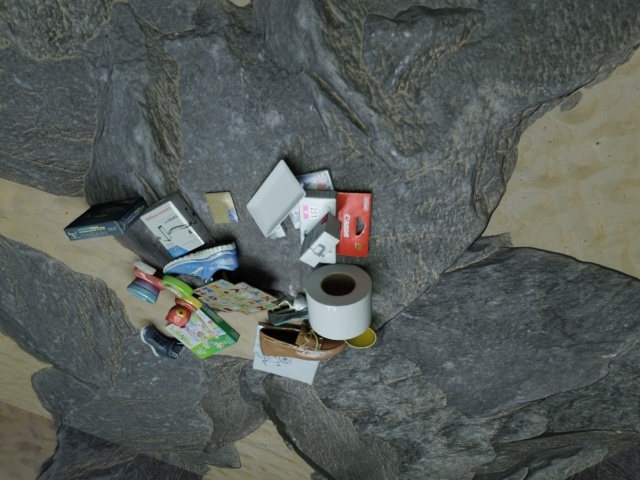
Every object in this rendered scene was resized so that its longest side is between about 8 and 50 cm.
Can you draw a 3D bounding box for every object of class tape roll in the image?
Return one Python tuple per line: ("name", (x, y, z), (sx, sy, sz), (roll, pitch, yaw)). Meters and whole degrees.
("tape roll", (0.070, 0.224, 1.504), (0.246, 0.246, 0.169), (1, 124, 9))

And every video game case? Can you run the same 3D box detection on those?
("video game case", (-0.033, -0.140, 1.405), (0.184, 0.023, 0.201), (-10, 122, 16))

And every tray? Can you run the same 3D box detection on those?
("tray", (-0.150, -0.138, 1.376), (0.145, 0.030, 0.270), (56, 132, 10))

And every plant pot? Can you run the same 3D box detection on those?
("plant pot", (0.166, 0.366, 1.676), (0.134, 0.095, 0.134), (5, 125, 7))

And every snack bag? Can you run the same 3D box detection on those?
("snack bag", (-0.162, 0.543, 1.893), (0.323, 0.037, 0.342), (15, 126, -1))

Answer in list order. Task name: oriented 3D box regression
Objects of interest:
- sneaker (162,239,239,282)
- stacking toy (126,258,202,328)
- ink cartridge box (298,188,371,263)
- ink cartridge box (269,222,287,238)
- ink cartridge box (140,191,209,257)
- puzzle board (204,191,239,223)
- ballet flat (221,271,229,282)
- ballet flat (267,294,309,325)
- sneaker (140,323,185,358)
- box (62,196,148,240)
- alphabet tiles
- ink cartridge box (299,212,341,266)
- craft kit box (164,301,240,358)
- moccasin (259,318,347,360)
("sneaker", (-0.465, 0.109, 1.570), (0.330, 0.130, 0.147), (-15, 98, 20))
("stacking toy", (-0.651, 0.224, 1.626), (0.309, 0.130, 0.279), (26, 154, 0))
("ink cartridge box", (0.050, -0.040, 1.412), (0.239, 0.060, 0.275), (5, 126, 8))
("ink cartridge box", (-0.176, -0.062, 1.480), (0.063, 0.029, 0.115), (-14, 121, 19))
("ink cartridge box", (-0.541, -0.056, 1.506), (0.148, 0.085, 0.203), (-25, 117, 16))
("puzzle board", (-0.361, -0.121, 1.484), (0.097, 0.011, 0.128), (-3, 124, 11))
("ballet flat", (-0.410, 0.164, 1.664), (0.057, 0.052, 0.168), (-17, 120, 19))
("ballet flat", (-0.106, 0.284, 1.673), (0.281, 0.095, 0.096), (-19, 107, 21))
("sneaker", (-0.739, 0.481, 1.912), (0.164, 0.086, 0.226), (5, 135, 20))
("box", (-0.783, -0.081, 1.481), (0.233, 0.183, 0.059), (-7, 123, 15))
("alphabet tiles", (-0.345, 0.237, 1.638), (0.343, 0.011, 0.285), (-21, 139, 41))
("ink cartridge box", (0.000, 0.000, 1.345), (0.063, 0.109, 0.150), (32, 125, -16))
("craft kit box", (-0.547, 0.421, 1.868), (0.247, 0.061, 0.250), (-28, 115, 29))
("moccasin", (-0.074, 0.417, 1.719), (0.381, 0.139, 0.146), (3, 117, 14))
